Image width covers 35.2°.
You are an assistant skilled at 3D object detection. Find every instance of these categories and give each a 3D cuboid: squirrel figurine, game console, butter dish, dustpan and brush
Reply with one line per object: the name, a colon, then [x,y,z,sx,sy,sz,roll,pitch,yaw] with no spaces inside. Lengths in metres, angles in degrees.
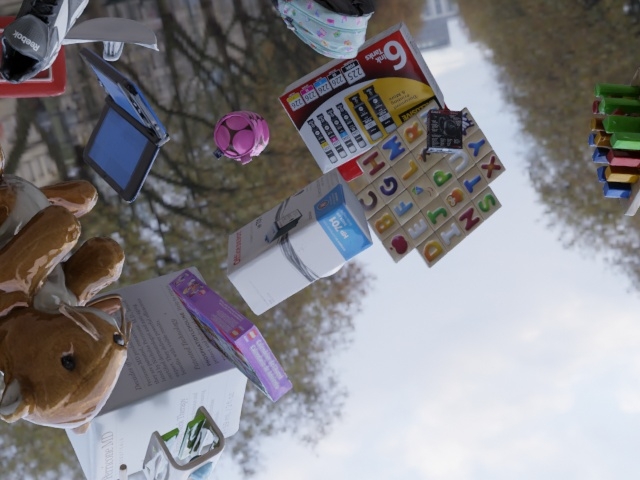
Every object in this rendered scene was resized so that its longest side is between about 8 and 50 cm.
squirrel figurine: [-0.444,0.115,1.367,0.397,0.370,0.281,-31,161,2]
game console: [-0.499,-0.274,2.356,0.173,0.250,0.293,-41,-135,-12]
butter dish: [-0.584,-0.348,1.972,0.160,0.160,0.118,-4,175,-17]
dustpan and brush: [-0.323,-0.320,1.594,0.147,0.060,0.211,3,-151,-5]

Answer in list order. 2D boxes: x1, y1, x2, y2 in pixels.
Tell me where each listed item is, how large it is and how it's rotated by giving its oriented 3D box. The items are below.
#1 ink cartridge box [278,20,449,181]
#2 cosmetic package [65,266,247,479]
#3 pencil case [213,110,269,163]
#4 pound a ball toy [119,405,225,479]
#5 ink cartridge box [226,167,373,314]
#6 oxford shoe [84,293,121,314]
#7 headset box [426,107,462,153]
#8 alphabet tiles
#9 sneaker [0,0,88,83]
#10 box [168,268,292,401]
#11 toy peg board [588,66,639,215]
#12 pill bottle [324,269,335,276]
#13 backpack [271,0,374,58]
ink cartridge box: [0.112,-0.291,2.257,0.309,0.272,0.130,-28,-165,17]
cosmetic package: [-0.427,0.326,2.441,0.394,0.329,0.327,-17,-126,-25]
pencil case: [-0.152,-0.204,1.985,0.095,0.098,0.209,-33,-176,10]
pound a ball toy: [-0.328,0.507,2.178,0.208,0.135,0.319,-26,160,-27]
ink cartridge box: [-0.032,0.000,1.404,0.191,0.082,0.139,-31,-157,9]
oxford shoe: [-0.474,0.182,1.991,0.212,0.076,0.076,-36,157,-2]
headset box: [0.226,-0.202,1.839,0.062,0.083,0.032,2,166,-6]
alphabet tiles: [0.236,-0.120,2.148,0.342,0.285,0.011,-39,-166,-18]
sneaker: [-0.383,-0.303,1.387,0.234,0.078,0.106,-51,-167,37]
box: [-0.192,0.198,2.135,0.057,0.201,0.293,-40,-140,-15]
toy peg board: [0.445,-0.151,1.514,0.079,0.160,0.161,4,-129,-8]
pill bottle: [0.000,0.000,1.813,0.117,0.117,0.215,-15,170,-8]
backpack: [0.013,-0.403,1.783,0.152,0.115,0.182,-16,-135,-33]
